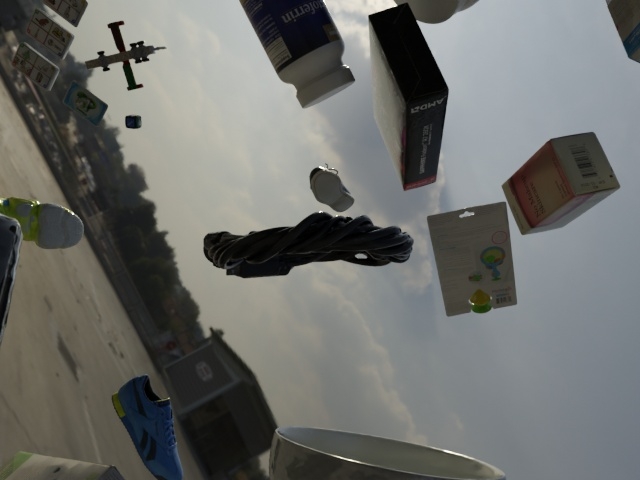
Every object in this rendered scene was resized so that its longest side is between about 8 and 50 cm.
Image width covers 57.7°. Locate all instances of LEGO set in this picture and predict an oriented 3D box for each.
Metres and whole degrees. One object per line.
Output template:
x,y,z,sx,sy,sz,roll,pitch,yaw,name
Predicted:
-0.388,-0.305,1.002,0.244,0.182,0.060,37,24,-3,LEGO set

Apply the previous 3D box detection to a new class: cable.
0.000,0.000,0.486,0.150,0.184,0.047,156,-69,-63,cable

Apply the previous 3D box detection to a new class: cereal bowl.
0.085,0.367,0.827,0.339,0.339,0.141,152,-51,-72,cereal bowl

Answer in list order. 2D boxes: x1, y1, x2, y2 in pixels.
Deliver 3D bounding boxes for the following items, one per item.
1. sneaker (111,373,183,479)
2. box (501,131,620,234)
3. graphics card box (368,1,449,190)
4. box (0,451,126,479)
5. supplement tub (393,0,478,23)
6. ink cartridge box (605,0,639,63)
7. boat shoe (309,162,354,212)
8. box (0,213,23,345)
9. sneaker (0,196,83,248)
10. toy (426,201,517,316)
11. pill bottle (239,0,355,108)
-0.296,0.344,1.058,0.209,0.082,0.069,57,0,10,sneaker
0.556,-0.128,1.369,0.232,0.127,0.148,117,-41,-65,box
0.186,-0.293,1.266,0.371,0.094,0.232,75,-2,-68,graphics card box
-0.394,0.370,0.707,0.322,0.232,0.058,-14,-67,43,box
0.297,-0.630,1.219,0.228,0.316,0.228,37,-19,15,supplement tub
0.458,-0.297,0.782,0.061,0.104,0.181,120,-15,-46,ink cartridge box
0.025,-0.159,1.687,0.079,0.095,0.254,55,13,26,boat shoe
-0.586,0.140,0.449,0.480,0.472,0.297,26,25,-33,box
-0.587,-0.046,1.128,0.126,0.091,0.240,15,-4,32,sneaker
0.283,0.031,1.082,0.056,0.137,0.237,-83,159,-59,toy
-0.043,-0.413,1.177,0.264,0.153,0.153,62,-17,-9,pill bottle
